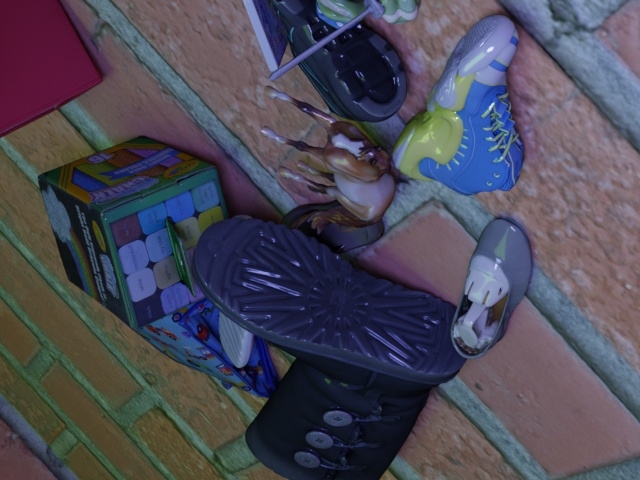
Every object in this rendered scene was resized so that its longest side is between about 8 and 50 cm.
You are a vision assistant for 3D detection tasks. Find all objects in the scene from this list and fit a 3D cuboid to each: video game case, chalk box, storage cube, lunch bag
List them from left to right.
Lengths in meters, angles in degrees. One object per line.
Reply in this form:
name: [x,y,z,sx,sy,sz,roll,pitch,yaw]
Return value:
storage cube: [-0.458,-0.251,1.646,0.183,0.215,0.193,-13,108,56]
chalk box: [-0.231,-0.010,1.595,0.289,0.179,0.180,25,133,50]
lunch bag: [-0.199,0.150,1.873,0.221,0.138,0.293,15,146,38]
video game case: [-0.053,-0.246,1.249,0.011,0.122,0.087,-10,123,17]

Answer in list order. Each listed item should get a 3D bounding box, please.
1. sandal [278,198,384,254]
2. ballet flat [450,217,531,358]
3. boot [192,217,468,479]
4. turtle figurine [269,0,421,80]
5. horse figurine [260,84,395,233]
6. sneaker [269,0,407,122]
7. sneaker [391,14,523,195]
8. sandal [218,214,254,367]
sandal: [0.000,0.000,1.507,0.219,0.060,0.090,-14,114,55]
ballet flat: [0.192,0.065,1.339,0.072,0.068,0.213,33,146,22]
boot: [-0.032,0.178,1.604,0.367,0.146,0.445,26,149,0]
turtle figurine: [0.020,-0.285,0.998,0.266,0.274,0.198,-63,38,34]
horse figurine: [0.023,-0.078,1.328,0.174,0.066,0.263,25,160,22]
sneaker: [-0.014,-0.236,1.223,0.267,0.101,0.106,62,158,-11]
sneaker: [0.167,-0.124,1.164,0.126,0.091,0.240,29,150,-4]
sandal: [-0.095,0.066,1.681,0.102,0.076,0.265,48,142,38]
